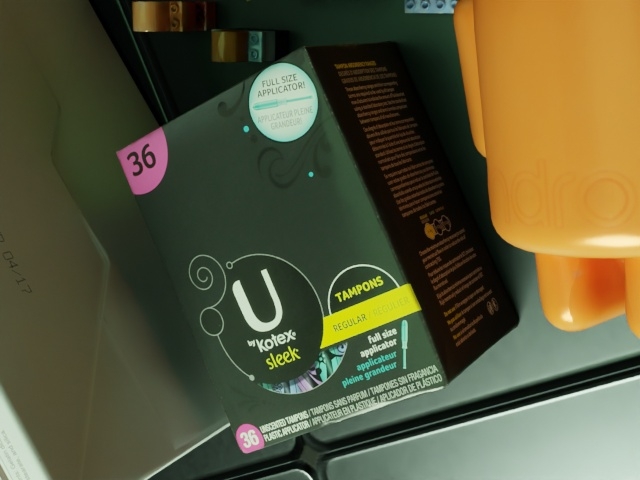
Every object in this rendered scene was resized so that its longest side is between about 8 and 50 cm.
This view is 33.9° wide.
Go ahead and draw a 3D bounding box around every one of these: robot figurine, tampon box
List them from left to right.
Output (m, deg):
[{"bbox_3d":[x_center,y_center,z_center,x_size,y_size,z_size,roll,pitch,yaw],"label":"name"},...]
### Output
[{"bbox_3d":[0.000,0.000,0.516,0.120,0.101,0.161,-25,89,29],"label":"tampon box"},{"bbox_3d":[0.127,-0.073,0.418,0.128,0.158,0.220,-7,99,0],"label":"robot figurine"}]

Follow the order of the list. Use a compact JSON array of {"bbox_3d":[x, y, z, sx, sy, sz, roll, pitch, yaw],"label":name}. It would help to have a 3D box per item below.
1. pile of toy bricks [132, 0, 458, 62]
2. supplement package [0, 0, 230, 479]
[{"bbox_3d":[-0.029,-0.142,0.499,0.212,0.105,0.118,7,104,27],"label":"pile of toy bricks"},{"bbox_3d":[-0.170,0.017,0.553,0.145,0.204,0.262,-31,86,29],"label":"supplement package"}]
